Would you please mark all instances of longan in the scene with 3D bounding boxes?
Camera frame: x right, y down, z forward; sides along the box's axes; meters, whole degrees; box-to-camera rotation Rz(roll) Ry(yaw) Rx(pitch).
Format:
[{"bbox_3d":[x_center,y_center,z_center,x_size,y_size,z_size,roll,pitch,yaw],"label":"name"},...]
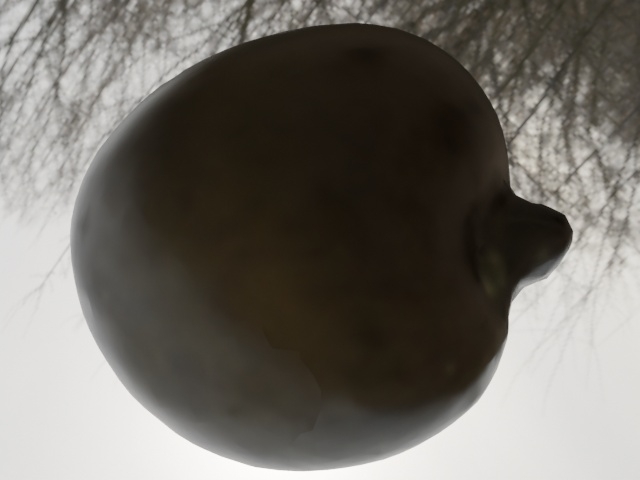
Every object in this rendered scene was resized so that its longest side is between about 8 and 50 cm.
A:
[{"bbox_3d":[0.000,0.000,0.560,0.300,0.300,0.243,52,169,24],"label":"longan"}]
